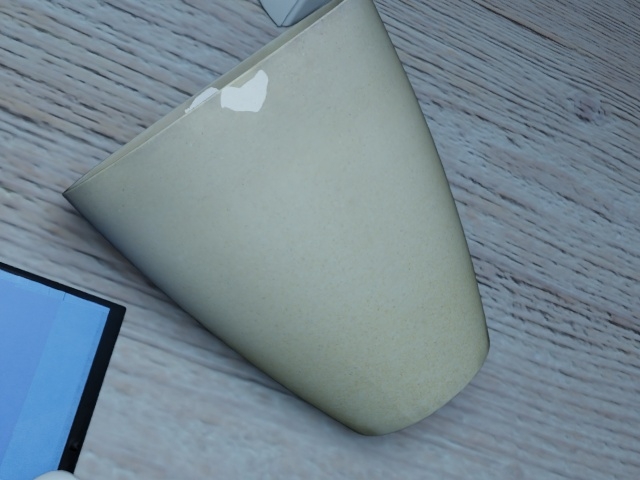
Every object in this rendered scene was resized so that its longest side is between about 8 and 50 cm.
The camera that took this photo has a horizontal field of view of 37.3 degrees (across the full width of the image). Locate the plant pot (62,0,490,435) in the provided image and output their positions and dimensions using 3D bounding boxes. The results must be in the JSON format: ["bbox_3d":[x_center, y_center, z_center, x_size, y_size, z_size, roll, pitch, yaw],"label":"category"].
[{"bbox_3d":[0.000,0.000,0.697,0.256,0.257,0.274,-45,105,-37],"label":"plant pot"}]

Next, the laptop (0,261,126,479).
[{"bbox_3d":[-0.256,0.071,0.570,0.137,0.264,0.234,1,56,15],"label":"laptop"}]

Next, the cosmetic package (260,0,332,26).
[{"bbox_3d":[0.054,-0.402,0.982,0.385,0.156,0.217,-33,82,-37],"label":"cosmetic package"}]

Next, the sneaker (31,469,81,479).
[{"bbox_3d":[-0.155,0.272,0.496,0.147,0.104,0.295,7,57,25],"label":"sneaker"}]
